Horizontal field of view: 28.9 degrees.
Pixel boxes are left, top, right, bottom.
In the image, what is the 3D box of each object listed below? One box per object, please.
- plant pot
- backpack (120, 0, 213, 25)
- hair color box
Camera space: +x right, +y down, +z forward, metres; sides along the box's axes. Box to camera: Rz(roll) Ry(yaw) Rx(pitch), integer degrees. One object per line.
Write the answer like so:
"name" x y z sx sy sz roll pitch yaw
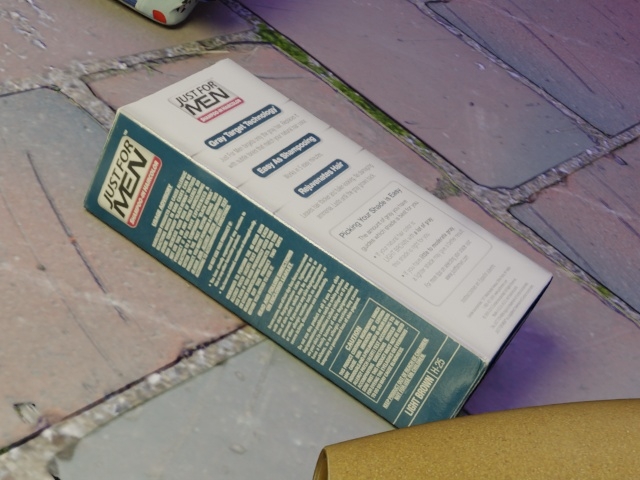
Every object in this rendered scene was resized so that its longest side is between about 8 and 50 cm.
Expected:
"plant pot" 0.120 0.196 0.753 0.254 0.237 0.237 8 34 -4
"backpack" -0.181 -0.378 1.327 0.263 0.213 0.276 37 24 -11
"hair color box" 0.000 0.000 1.023 0.347 0.105 0.174 35 32 11
